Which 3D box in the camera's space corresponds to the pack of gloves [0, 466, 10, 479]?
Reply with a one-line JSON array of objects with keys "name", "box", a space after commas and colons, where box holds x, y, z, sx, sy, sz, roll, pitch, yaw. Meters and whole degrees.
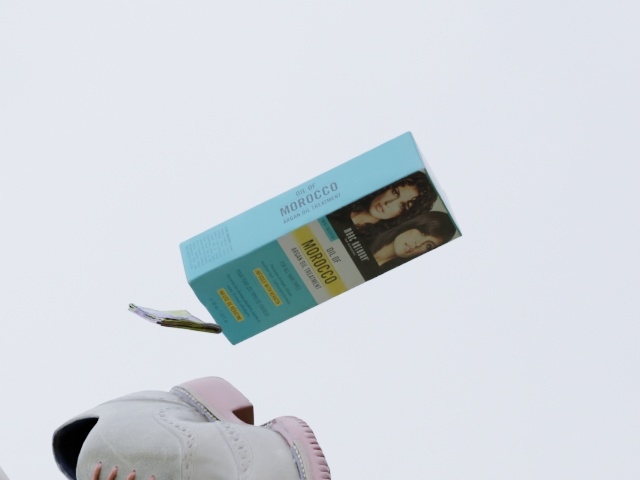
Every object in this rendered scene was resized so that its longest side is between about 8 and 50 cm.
[{"name": "pack of gloves", "box": [-0.387, 0.148, 1.774, 0.046, 0.232, 0.195, -40, -9, 24]}]

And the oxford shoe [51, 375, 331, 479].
[{"name": "oxford shoe", "box": [-0.078, 0.166, 1.180, 0.130, 0.348, 0.123, -6, -84, -19]}]

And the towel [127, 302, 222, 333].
[{"name": "towel", "box": [-0.123, 0.065, 1.637, 0.060, 0.083, 0.009, 9, -86, -26]}]

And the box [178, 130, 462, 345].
[{"name": "box", "box": [0.000, 0.000, 1.813, 0.244, 0.060, 0.100, -26, -49, 7]}]
